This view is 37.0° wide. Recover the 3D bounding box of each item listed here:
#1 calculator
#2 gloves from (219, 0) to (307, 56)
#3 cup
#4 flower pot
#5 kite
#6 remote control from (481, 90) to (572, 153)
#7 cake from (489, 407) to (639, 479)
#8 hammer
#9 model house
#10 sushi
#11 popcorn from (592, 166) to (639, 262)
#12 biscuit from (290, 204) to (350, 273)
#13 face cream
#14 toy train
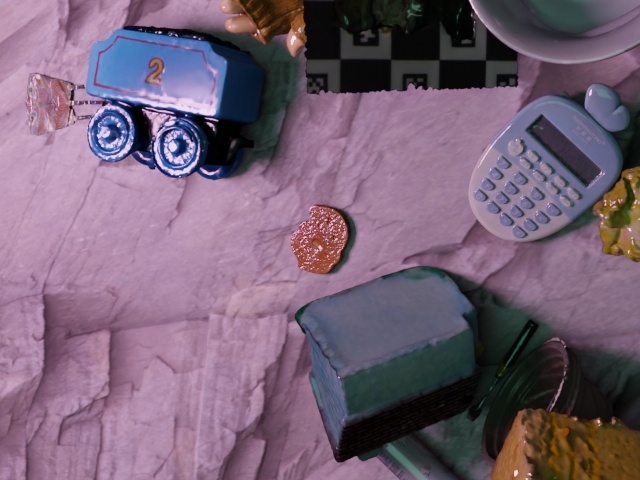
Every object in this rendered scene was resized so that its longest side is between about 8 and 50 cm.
[{"bbox_3d":[0.364,-0.121,1.519,0.188,0.042,0.303,44,116,2],"label":"calculator"},{"bbox_3d":[-0.006,-0.444,1.600,0.356,0.155,0.203,-29,93,5],"label":"gloves"},{"bbox_3d":[0.392,-0.435,1.425,0.347,0.163,0.347,3,98,21],"label":"cup"},{"bbox_3d":[0.371,0.285,1.511,0.140,0.235,0.235,29,108,-6],"label":"flower pot"},{"bbox_3d":[-0.502,-0.280,1.908,0.229,0.016,0.127,-3,98,24],"label":"kite"},{"bbox_3d":[0.346,-0.168,1.550,0.166,0.029,0.065,-37,92,26],"label":"remote control"},{"bbox_3d":[0.387,0.398,1.323,0.286,0.222,0.227,11,130,-1],"label":"cake"},{"bbox_3d":[0.302,0.220,1.597,0.021,0.078,0.201,33,102,14],"label":"hammer"},{"bbox_3d":[0.126,0.224,1.605,0.280,0.230,0.249,-18,123,-13],"label":"model house"},{"bbox_3d":[0.127,-0.383,1.518,0.373,0.100,0.296,-7,102,-21],"label":"sushi"},{"bbox_3d":[0.485,-0.040,1.456,0.126,0.126,0.145,6,123,30],"label":"popcorn"},{"bbox_3d":[0.000,0.000,1.723,0.102,0.019,0.130,32,107,16],"label":"biscuit"},{"bbox_3d":[0.158,0.387,1.670,0.229,0.075,0.075,42,110,13],"label":"face cream"},{"bbox_3d":[-0.261,-0.248,1.721,0.300,0.188,0.265,13,96,23],"label":"toy train"}]
